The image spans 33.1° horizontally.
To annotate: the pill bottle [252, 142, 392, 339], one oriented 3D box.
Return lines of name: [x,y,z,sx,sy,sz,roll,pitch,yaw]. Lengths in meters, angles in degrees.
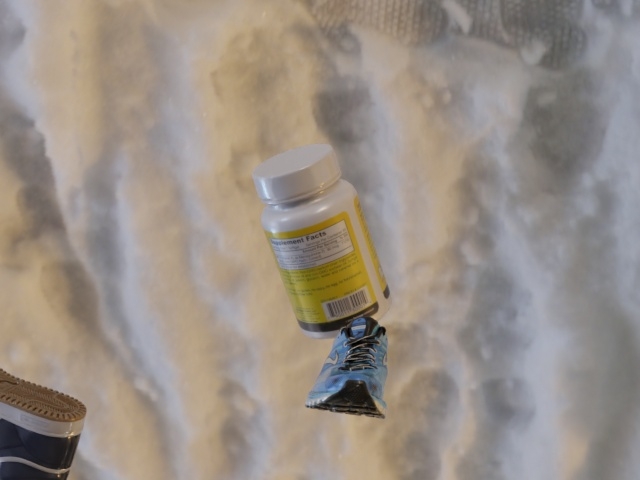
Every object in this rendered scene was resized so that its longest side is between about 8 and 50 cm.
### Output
pill bottle: [0.000,0.000,1.262,0.119,0.119,0.209,-13,109,16]

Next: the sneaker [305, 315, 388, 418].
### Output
sneaker: [0.024,0.096,0.855,0.063,0.162,0.073,8,94,1]

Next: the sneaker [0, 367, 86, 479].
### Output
sneaker: [-0.446,0.255,1.444,0.282,0.099,0.153,17,106,22]
